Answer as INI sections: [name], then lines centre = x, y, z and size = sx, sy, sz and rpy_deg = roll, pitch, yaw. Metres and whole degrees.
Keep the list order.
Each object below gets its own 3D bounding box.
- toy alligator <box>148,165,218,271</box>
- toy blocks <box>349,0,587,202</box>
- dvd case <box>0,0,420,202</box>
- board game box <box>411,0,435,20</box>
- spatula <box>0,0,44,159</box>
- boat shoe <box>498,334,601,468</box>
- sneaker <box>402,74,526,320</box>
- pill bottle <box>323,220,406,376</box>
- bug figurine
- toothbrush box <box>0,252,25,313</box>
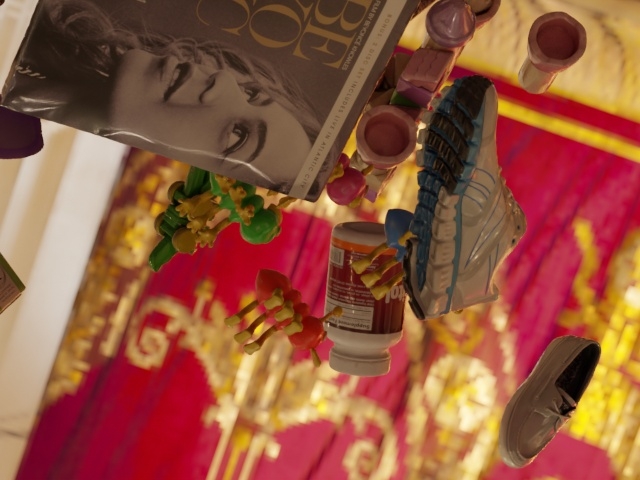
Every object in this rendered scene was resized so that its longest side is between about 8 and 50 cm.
[toy alligator]
centre = -0.132, -0.047, 1.867
size = 0.051, 0.190, 0.056
rpy_deg = 18, -169, -40
[toy blocks]
centre = 0.103, -0.195, 1.832
size = 0.309, 0.288, 0.260
rpy_deg = 30, 163, 3
[dvd case]
centre = -0.068, -0.121, 1.064
size = 0.221, 0.164, 0.018
rpy_deg = 16, -151, -22
[board game box]
centre = -0.058, -0.291, 1.447
size = 0.232, 0.141, 0.291
rpy_deg = -10, 116, 52
[spatula]
centre = -0.250, -0.158, 1.275
size = 0.084, 0.030, 0.296
rpy_deg = 6, -133, -16
[boat shoe]
centre = 0.275, 0.189, 1.999
size = 0.066, 0.184, 0.063
rpy_deg = 50, 152, -19
[sneaker]
centre = 0.114, -0.033, 1.243
size = 0.083, 0.191, 0.071
rpy_deg = -4, -150, -21
[pill bottle]
centre = 0.048, 0.061, 1.780
size = 0.086, 0.152, 0.086
rpy_deg = 5, -169, -1
[bug figurine]
centre = 0.000, 0.000, 1.505
size = 0.279, 0.216, 0.072
rpy_deg = -24, -166, 47
[toothbrush box]
centre = -0.457, 0.004, 1.653
size = 0.122, 0.283, 0.206
rpy_deg = -22, -161, 38
